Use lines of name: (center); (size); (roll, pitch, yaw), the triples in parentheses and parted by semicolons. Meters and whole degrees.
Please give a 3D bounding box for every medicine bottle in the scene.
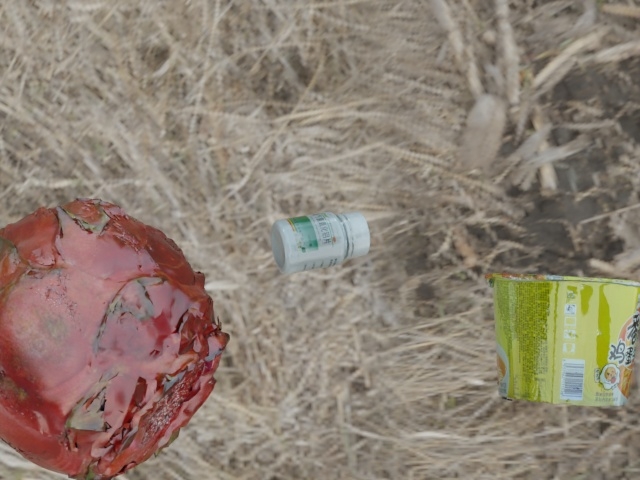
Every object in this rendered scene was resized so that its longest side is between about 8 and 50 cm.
medicine bottle: (0.000, 0.000, 1.736); (0.130, 0.080, 0.080); (-11, 85, -18)

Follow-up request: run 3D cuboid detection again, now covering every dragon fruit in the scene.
dragon fruit: (-0.249, 0.104, 1.319); (0.296, 0.295, 0.301); (-23, 76, -26)

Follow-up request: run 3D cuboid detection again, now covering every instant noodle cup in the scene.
instant noodle cup: (0.393, 0.157, 1.920); (0.264, 0.264, 0.200); (3, 87, -23)
